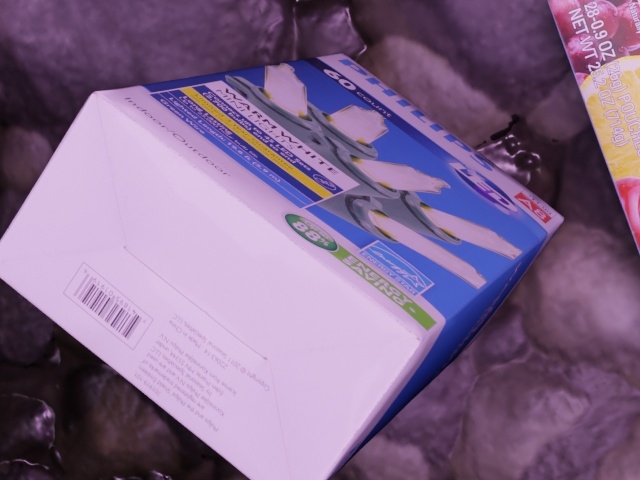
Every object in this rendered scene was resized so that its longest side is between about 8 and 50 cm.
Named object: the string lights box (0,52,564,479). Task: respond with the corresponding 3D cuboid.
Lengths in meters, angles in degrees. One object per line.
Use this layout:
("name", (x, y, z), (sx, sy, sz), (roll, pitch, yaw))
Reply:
("string lights box", (0.000, 0.000, 0.624), (0.133, 0.259, 0.077), (37, 108, 9))

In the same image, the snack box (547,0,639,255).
("snack box", (0.217, -0.059, 0.644), (0.207, 0.070, 0.175), (-21, 91, 18))
